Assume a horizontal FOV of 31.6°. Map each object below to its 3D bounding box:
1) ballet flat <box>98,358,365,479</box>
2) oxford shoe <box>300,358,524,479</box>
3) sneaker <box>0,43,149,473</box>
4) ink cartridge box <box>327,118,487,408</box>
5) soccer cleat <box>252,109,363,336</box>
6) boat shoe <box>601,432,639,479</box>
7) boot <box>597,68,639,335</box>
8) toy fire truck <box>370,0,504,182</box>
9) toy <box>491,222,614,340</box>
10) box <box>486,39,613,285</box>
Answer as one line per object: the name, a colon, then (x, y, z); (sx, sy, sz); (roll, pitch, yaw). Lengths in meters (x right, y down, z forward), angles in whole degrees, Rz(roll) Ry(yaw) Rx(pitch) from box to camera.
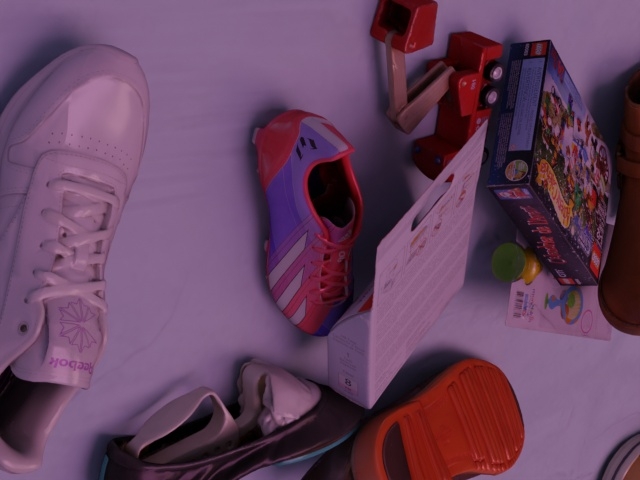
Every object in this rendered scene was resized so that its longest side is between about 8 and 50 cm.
ballet flat: (-0.073, 0.171, 1.031); (0.280, 0.095, 0.096); (-21, 116, -34)
oxford shoe: (0.108, 0.214, 1.233); (0.363, 0.132, 0.130); (-5, 74, -55)
sneaker: (-0.177, 0.018, 0.785); (0.114, 0.152, 0.305); (13, 103, -45)
ink cartridge box: (0.076, 0.017, 1.033); (0.189, 0.066, 0.232); (-48, 150, -33)
soccer cleat: (0.000, 0.000, 0.986); (0.083, 0.095, 0.248); (-31, 132, -27)
boat shoe: (0.640, 0.345, 1.779); (0.500, 0.156, 0.187); (-12, 121, -41)
boot: (0.367, -0.052, 1.238); (0.283, 0.109, 0.220); (-55, 145, -45)
toy fire truck: (0.104, -0.136, 1.038); (0.135, 0.047, 0.192); (-17, 126, -36)
toy: (0.263, 0.036, 1.280); (0.237, 0.056, 0.137); (12, 85, -52)
box: (0.240, -0.072, 1.151); (0.233, 0.044, 0.159); (43, 53, -51)
